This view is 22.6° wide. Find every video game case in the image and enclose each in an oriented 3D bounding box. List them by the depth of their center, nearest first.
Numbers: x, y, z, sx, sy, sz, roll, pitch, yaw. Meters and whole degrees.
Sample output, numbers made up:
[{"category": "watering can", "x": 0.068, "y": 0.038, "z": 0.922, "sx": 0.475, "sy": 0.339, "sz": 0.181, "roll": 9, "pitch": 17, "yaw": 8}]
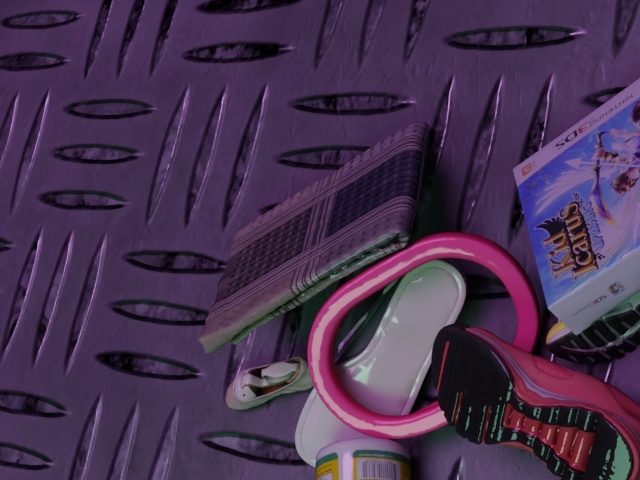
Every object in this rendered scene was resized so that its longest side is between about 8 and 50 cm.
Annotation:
[{"category": "video game case", "x": 0.348, "y": -0.057, "z": 1.827, "sx": 0.244, "sy": 0.061, "sz": 0.269, "roll": -37, "pitch": 31, "yaw": 23}]

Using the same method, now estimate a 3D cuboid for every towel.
[{"category": "towel", "x": 0.000, "y": 0.000, "z": 2.061, "sx": 0.324, "sy": 0.056, "sz": 0.312, "roll": -30, "pitch": 21, "yaw": 22}]

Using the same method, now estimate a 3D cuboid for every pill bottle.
[{"category": "pill bottle", "x": 0.053, "y": 0.350, "z": 1.910, "sx": 0.118, "sy": 0.117, "sz": 0.208, "roll": -20, "pitch": 59, "yaw": 33}]

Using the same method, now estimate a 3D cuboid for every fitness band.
[{"category": "fitness band", "x": 0.122, "y": 0.116, "z": 1.917, "sx": 0.291, "sy": 0.054, "sz": 0.209, "roll": -32, "pitch": 91, "yaw": 15}]

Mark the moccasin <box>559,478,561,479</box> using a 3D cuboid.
[{"category": "moccasin", "x": 0.212, "y": 0.401, "z": 1.753, "sx": 0.138, "sy": 0.117, "sz": 0.342, "roll": 33, "pitch": 93, "yaw": 44}]

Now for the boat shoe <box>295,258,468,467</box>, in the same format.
[{"category": "boat shoe", "x": 0.080, "y": 0.151, "z": 2.017, "sx": 0.319, "sy": 0.116, "sz": 0.099, "roll": -57, "pitch": 3, "yaw": 14}]

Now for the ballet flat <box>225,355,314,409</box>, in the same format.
[{"category": "ballet flat", "x": -0.073, "y": 0.183, "z": 2.137, "sx": 0.168, "sy": 0.052, "sz": 0.057, "roll": -21, "pitch": 58, "yaw": 32}]

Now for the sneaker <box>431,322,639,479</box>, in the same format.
[{"category": "sneaker", "x": 0.257, "y": 0.189, "z": 1.803, "sx": 0.314, "sy": 0.136, "sz": 0.116, "roll": 31, "pitch": 114, "yaw": 39}]

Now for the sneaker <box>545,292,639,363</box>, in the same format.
[{"category": "sneaker", "x": 0.345, "y": 0.063, "z": 1.830, "sx": 0.208, "sy": 0.081, "sz": 0.094, "roll": -33, "pitch": 44, "yaw": 18}]
